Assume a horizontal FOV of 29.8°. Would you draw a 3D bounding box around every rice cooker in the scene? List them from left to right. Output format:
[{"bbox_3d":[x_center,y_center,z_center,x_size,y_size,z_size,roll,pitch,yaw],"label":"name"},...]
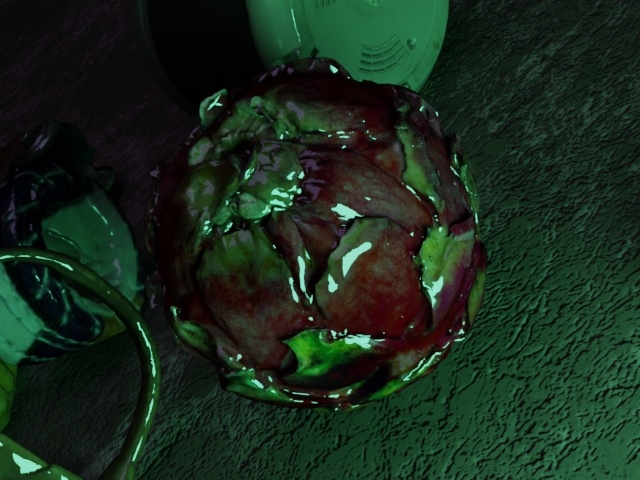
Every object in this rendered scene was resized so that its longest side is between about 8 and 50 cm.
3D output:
[{"bbox_3d":[-0.043,-0.287,1.474,0.325,0.335,0.335,5,52,46],"label":"rice cooker"}]

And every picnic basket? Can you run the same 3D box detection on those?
[{"bbox_3d":[-0.291,0.165,1.147,0.337,0.293,0.337,-37,30,26],"label":"picnic basket"}]

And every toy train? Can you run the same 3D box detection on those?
[{"bbox_3d":[-0.414,-0.030,1.659,0.222,0.150,0.304,-29,34,31],"label":"toy train"}]

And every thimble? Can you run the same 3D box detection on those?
[{"bbox_3d":[-0.325,0.022,1.423,0.150,0.237,0.237,-23,36,24],"label":"thimble"}]

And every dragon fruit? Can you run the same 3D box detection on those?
[{"bbox_3d":[0.000,0.003,1.081,0.329,0.329,0.329,-24,35,19],"label":"dragon fruit"}]

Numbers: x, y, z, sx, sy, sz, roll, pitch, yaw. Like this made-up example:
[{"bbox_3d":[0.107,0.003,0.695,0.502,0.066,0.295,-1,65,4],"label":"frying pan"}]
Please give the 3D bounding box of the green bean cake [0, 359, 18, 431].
[{"bbox_3d":[-0.488,0.173,1.482,0.236,0.124,0.233,-29,35,12],"label":"green bean cake"}]
